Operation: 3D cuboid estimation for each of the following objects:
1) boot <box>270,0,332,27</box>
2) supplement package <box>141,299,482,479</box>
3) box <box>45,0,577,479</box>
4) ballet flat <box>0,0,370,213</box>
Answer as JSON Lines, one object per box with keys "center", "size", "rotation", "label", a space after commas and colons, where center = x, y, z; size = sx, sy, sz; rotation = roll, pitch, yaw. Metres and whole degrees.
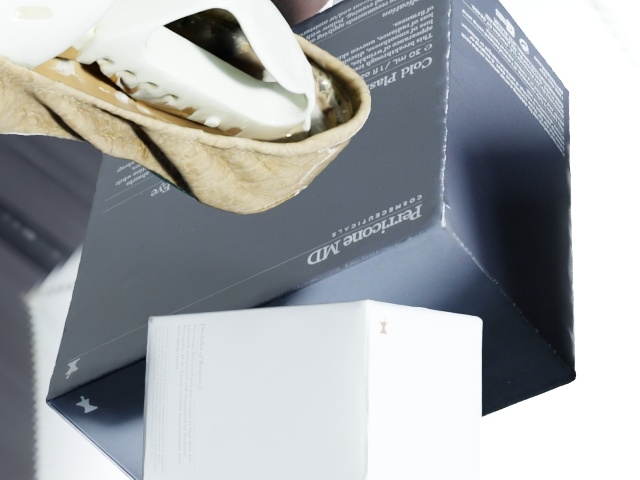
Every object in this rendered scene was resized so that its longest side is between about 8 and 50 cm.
{"center": [-0.078, -0.227, 1.679], "size": [0.248, 0.090, 0.207], "rotation": [-12, 142, -25], "label": "boot"}
{"center": [-0.006, 0.095, 1.157], "size": [0.105, 0.179, 0.105], "rotation": [11, 77, -46], "label": "supplement package"}
{"center": [0.000, 0.000, 1.470], "size": [0.343, 0.179, 0.312], "rotation": [-24, -144, 27], "label": "box"}
{"center": [-0.102, -0.097, 0.912], "size": [0.124, 0.116, 0.342], "rotation": [-25, 147, 36], "label": "ballet flat"}
